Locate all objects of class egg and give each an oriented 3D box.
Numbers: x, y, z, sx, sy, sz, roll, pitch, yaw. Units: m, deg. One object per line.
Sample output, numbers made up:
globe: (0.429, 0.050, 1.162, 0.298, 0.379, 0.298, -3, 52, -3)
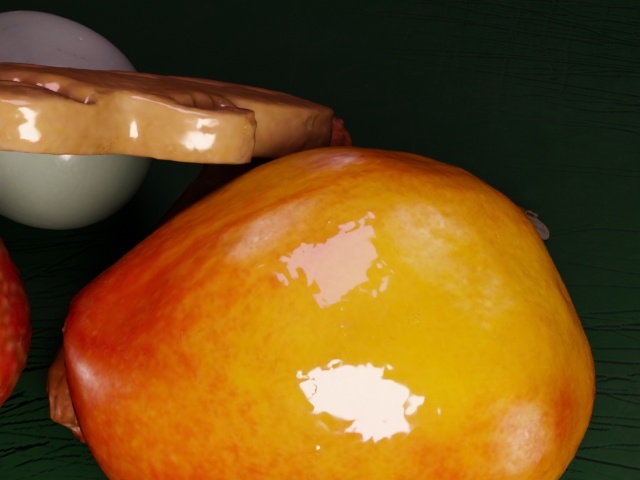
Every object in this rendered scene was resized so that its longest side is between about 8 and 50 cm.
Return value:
egg: (-0.230, -0.101, 1.295, 0.168, 0.168, 0.231, -24, 40, -27)

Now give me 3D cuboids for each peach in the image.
peach: (0.004, 0.090, 1.007, 0.308, 0.289, 0.289, -18, 45, -34)

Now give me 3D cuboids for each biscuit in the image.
biscuit: (-0.136, -0.090, 1.065, 0.275, 0.052, 0.355, 11, 10, 39)

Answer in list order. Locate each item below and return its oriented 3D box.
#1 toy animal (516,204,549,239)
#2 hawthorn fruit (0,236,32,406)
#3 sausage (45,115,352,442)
toy animal: (0.089, 0.004, 1.235, 0.155, 0.095, 0.219, 13, 5, 13)
hawthorn fruit: (-0.344, 0.043, 1.058, 0.275, 0.275, 0.300, -23, 38, -25)
sausage: (-0.086, 0.022, 1.193, 0.097, 0.094, 0.348, 18, 52, 27)
